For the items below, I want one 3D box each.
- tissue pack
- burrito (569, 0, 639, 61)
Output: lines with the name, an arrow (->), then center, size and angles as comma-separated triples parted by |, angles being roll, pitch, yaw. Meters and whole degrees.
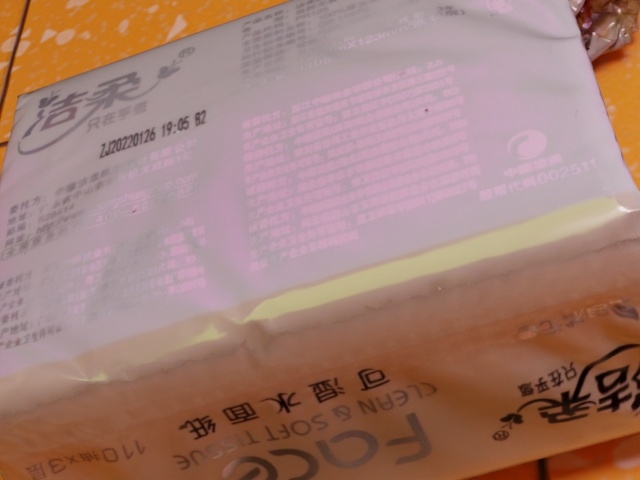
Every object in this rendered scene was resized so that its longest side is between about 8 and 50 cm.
tissue pack -> 0.000, 0.000, 0.889 | 0.405, 0.205, 0.332 | -18, 40, 12
burrito -> 0.068, -0.128, 1.078 | 0.392, 0.076, 0.117 | -20, 51, 15
